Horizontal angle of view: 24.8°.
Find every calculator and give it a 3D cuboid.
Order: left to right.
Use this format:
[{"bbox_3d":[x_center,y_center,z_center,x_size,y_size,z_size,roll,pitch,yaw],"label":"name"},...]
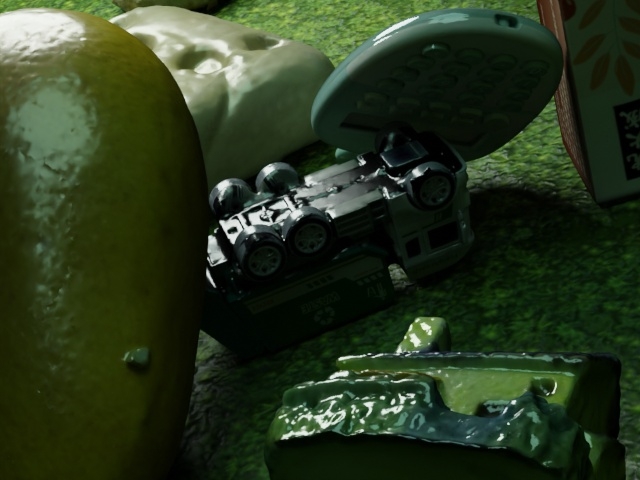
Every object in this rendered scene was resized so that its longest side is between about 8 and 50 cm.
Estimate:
[{"bbox_3d":[0.093,-0.120,1.237,0.184,0.295,0.042,7,69,-19],"label":"calculator"}]

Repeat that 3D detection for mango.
[{"bbox_3d":[-0.201,0.023,1.110,0.301,0.220,0.445,-39,54,28],"label":"mango"}]

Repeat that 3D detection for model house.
[{"bbox_3d":[0.096,0.115,0.934,0.193,0.170,0.211,-3,34,25],"label":"model house"}]

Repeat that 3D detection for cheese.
[{"bbox_3d":[-0.202,-0.117,1.466,0.351,0.130,0.328,-34,38,-28],"label":"cheese"}]

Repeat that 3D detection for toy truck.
[{"bbox_3d":[0.000,0.000,1.198,0.253,0.124,0.114,-20,32,-8],"label":"toy truck"}]

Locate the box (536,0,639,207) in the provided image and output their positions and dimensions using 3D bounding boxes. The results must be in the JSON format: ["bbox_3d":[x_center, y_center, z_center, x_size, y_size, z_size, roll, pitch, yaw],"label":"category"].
[{"bbox_3d":[0.344,-0.257,1.178,0.344,0.385,0.122,-16,33,2],"label":"box"}]

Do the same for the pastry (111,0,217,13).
[{"bbox_3d":[-0.177,-0.357,1.856,0.182,0.093,0.192,9,44,34],"label":"pastry"}]
